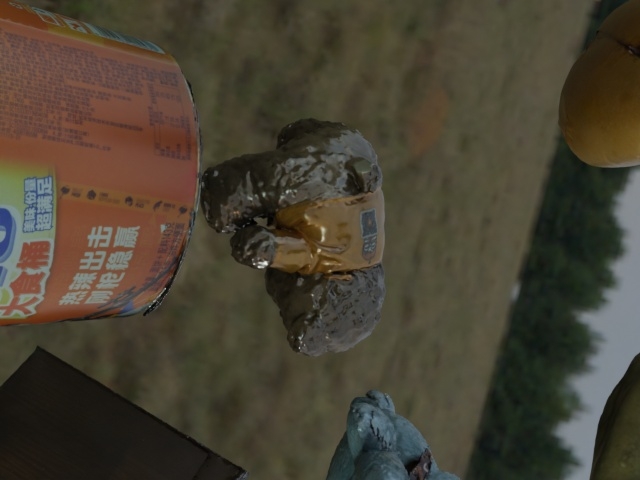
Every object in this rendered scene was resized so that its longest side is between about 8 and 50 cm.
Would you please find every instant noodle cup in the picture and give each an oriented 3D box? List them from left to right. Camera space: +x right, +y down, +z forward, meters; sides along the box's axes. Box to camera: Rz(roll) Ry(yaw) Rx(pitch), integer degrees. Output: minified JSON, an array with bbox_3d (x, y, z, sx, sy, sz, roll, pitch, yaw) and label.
[{"bbox_3d":[-0.234,-0.055,1.201,0.296,0.214,0.296,-13,-106,55],"label":"instant noodle cup"}]

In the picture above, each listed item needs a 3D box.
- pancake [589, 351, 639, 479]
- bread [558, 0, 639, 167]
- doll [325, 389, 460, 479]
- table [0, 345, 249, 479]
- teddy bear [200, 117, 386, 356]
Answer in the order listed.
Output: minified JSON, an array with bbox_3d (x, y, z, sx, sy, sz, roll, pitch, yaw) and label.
[{"bbox_3d":[0.298,0.177,0.986,0.049,0.295,0.294,84,22,-68],"label":"pancake"},{"bbox_3d":[0.178,-0.091,0.850,0.114,0.077,0.189,-35,-179,7],"label":"bread"},{"bbox_3d":[0.046,0.140,0.844,0.180,0.075,0.120,143,-56,-80],"label":"doll"},{"bbox_3d":[-0.255,0.309,1.707,0.196,0.282,0.250,-50,163,-34],"label":"table"},{"bbox_3d":[0.000,0.000,1.313,0.177,0.140,0.190,-29,113,-54],"label":"teddy bear"}]
